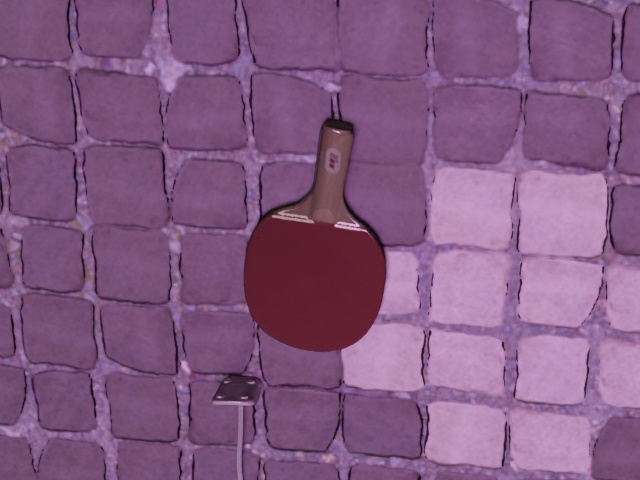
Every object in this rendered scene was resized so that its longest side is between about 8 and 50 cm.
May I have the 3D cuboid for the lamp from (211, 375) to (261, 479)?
[{"bbox_3d":[-0.084,0.229,1.605,0.050,0.056,0.198,3,120,7],"label":"lamp"}]

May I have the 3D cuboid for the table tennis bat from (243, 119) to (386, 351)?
[{"bbox_3d":[0.000,0.000,1.492,0.138,0.022,0.246,12,120,4],"label":"table tennis bat"}]
